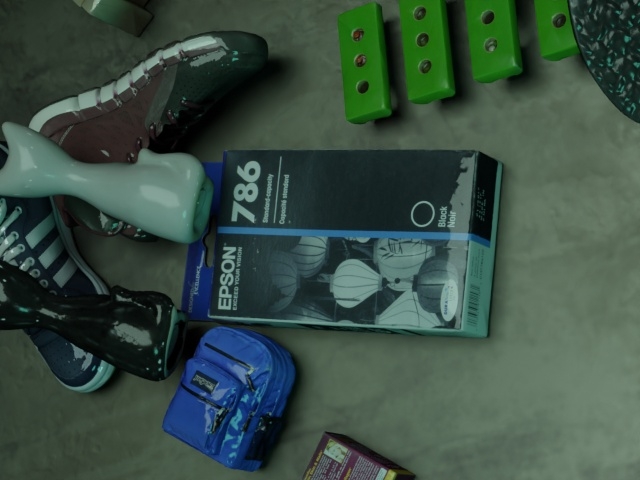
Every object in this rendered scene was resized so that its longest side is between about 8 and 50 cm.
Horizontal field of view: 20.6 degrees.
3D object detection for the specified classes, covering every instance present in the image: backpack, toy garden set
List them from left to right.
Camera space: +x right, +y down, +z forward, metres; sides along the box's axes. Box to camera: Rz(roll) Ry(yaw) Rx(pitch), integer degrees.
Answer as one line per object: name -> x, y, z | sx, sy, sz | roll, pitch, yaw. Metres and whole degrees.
backpack -> -0.081, 0.141, 1.618 | 0.098, 0.101, 0.120 | 26, 90, 24
toy garden set -> 0.129, -0.229, 1.600 | 0.244, 0.049, 0.204 | -15, 69, 31

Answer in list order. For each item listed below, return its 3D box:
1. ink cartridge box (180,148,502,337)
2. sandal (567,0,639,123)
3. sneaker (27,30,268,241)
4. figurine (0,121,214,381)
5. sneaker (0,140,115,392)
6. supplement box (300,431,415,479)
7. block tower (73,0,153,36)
ink cartridge box -> 0.000, 0.000, 1.620 | 0.332, 0.065, 0.165 | 0, 81, 30
sandal -> 0.274, -0.319, 1.479 | 0.167, 0.107, 0.446 | -9, 91, 10
sneaker -> -0.152, -0.087, 1.706 | 0.281, 0.106, 0.162 | -22, 75, 31
figurine -> -0.221, 0.004, 1.640 | 0.209, 0.092, 0.215 | 13, 99, 6
sneaker -> -0.302, 0.019, 1.731 | 0.099, 0.153, 0.282 | -32, 67, 21
supplement box -> 0.033, 0.214, 1.571 | 0.083, 0.043, 0.055 | 28, 95, 29
block tower -> -0.287, -0.349, 1.829 | 0.335, 0.091, 0.097 | 44, 103, 27
